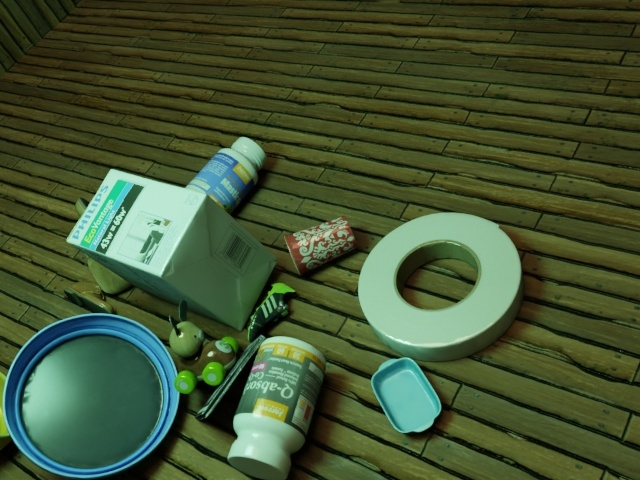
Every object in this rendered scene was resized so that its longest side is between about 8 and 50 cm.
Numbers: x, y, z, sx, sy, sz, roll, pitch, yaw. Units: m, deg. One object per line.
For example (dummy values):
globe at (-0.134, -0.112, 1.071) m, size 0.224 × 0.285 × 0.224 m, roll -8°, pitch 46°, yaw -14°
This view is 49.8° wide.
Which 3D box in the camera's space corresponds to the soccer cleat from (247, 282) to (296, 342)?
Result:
soccer cleat at (-0.124, 0.185, 1.748) m, size 0.072 × 0.060 × 0.179 m, roll 19°, pitch 60°, yaw 21°

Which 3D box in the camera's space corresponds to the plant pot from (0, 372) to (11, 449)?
plant pot at (-0.928, 0.470, 1.749) m, size 0.239 × 0.254 × 0.254 m, roll -42°, pitch 45°, yaw 6°

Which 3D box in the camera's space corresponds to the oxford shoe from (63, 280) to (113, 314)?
oxford shoe at (-0.660, 0.162, 2.001) m, size 0.212 × 0.076 × 0.076 m, roll 22°, pitch 52°, yaw 36°

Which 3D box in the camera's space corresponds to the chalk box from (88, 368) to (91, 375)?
chalk box at (-0.644, 0.344, 1.791) m, size 0.212 × 0.132 × 0.132 m, roll -13°, pitch 48°, yaw 13°

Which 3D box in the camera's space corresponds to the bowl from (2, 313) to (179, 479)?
bowl at (-0.534, 0.365, 1.624) m, size 0.390 × 0.077 × 0.391 m, roll 9°, pitch 59°, yaw -14°

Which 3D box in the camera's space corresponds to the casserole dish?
casserole dish at (0.186, 0.338, 1.486) m, size 0.114 × 0.037 × 0.188 m, roll -30°, pitch 45°, yaw -2°

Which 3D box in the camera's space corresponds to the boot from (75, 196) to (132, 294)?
boot at (-0.651, 0.017, 2.013) m, size 0.115 × 0.112 × 0.305 m, roll -32°, pitch 84°, yaw 5°

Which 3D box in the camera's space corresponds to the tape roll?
tape roll at (0.282, 0.100, 1.627) m, size 0.391 × 0.072 × 0.392 m, roll -13°, pitch 47°, yaw 15°

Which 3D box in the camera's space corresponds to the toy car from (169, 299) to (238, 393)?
toy car at (-0.300, 0.240, 1.648) m, size 0.148 × 0.189 × 0.155 m, roll -19°, pitch 16°, yaw 14°

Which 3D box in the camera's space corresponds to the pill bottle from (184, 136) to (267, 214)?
pill bottle at (-0.284, -0.179, 2.068) m, size 0.152 × 0.152 × 0.272 m, roll 21°, pitch 63°, yaw 36°

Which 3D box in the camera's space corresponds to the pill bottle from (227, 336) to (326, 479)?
pill bottle at (-0.095, 0.364, 1.503) m, size 0.162 × 0.162 × 0.279 m, roll 0°, pitch 51°, yaw 24°

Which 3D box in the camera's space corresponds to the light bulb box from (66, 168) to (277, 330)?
light bulb box at (-0.372, 0.026, 1.767) m, size 0.360 × 0.358 × 0.225 m, roll 16°, pitch 71°, yaw 34°

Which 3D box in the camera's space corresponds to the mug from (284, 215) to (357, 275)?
mug at (-0.002, -0.005, 1.820) m, size 0.169 × 0.113 × 0.150 m, roll -22°, pitch 47°, yaw 1°

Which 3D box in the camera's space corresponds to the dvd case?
dvd case at (-0.213, 0.324, 1.613) m, size 0.018 × 0.164 × 0.221 m, roll 38°, pitch 67°, yaw -2°
